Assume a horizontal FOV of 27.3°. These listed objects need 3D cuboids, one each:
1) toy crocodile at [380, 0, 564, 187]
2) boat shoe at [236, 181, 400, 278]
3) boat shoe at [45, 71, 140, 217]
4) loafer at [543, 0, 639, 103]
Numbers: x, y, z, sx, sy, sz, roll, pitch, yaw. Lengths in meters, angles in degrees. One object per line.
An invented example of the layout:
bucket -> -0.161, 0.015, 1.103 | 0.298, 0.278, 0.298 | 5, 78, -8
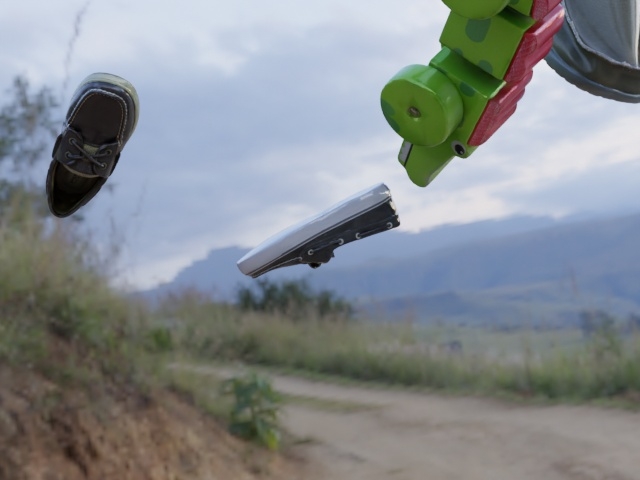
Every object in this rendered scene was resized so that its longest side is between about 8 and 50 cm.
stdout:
toy crocodile -> 0.133, -0.159, 1.004 | 0.115, 0.105, 0.340 | -43, -17, -37
boat shoe -> 0.000, 0.000, 1.090 | 0.142, 0.040, 0.049 | -27, 8, 1
boat shoe -> -0.177, -0.069, 1.016 | 0.056, 0.049, 0.152 | 17, -37, -11
loafer -> 0.227, -0.222, 1.128 | 0.094, 0.251, 0.087 | 4, -40, -26
